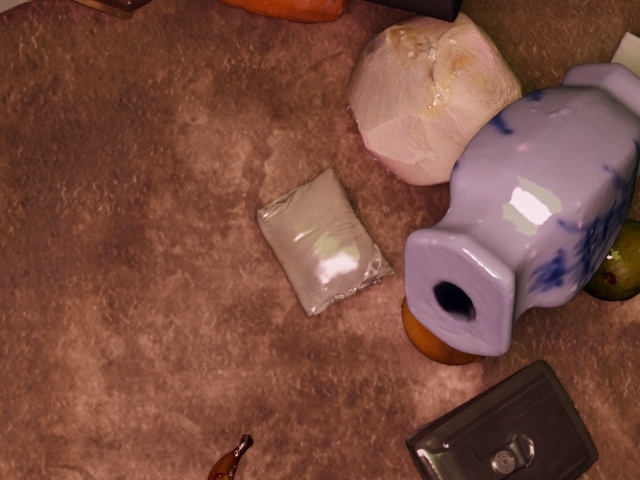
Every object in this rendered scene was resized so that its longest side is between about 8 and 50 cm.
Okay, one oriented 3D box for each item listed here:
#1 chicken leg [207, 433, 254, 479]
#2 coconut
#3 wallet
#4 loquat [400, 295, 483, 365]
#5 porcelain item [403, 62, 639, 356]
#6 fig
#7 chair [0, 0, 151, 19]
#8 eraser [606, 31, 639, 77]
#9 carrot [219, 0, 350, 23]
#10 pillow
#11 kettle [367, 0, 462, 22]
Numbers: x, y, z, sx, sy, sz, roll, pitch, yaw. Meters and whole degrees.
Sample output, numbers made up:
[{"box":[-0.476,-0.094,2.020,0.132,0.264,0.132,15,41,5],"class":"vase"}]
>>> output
[{"box":[-0.125,0.329,1.574,0.062,0.037,0.145,12,78,-22],"class":"chicken leg"},{"box":[0.144,-0.194,1.576,0.230,0.227,0.227,37,76,-37],"class":"coconut"},{"box":[0.248,0.277,1.568,0.245,0.052,0.168,-27,81,-23],"class":"wallet"},{"box":[0.175,0.098,1.583,0.141,0.141,0.141,0,78,-2],"class":"loquat"},{"box":[0.277,-0.048,1.478,0.178,0.242,0.405,27,54,29],"class":"porcelain item"},{"box":[0.415,0.010,1.617,0.156,0.123,0.123,-39,82,-21],"class":"fig"},{"box":[-0.348,-0.401,1.673,0.186,0.319,0.160,5,76,-46],"class":"chair"},{"box":[0.498,-0.194,1.684,0.210,0.068,0.124,29,80,5],"class":"eraser"},{"box":[-0.060,-0.385,1.663,0.225,0.159,0.159,24,79,1],"class":"carrot"},{"box":[0.000,0.000,1.624,0.134,0.078,0.181,-27,79,-6],"class":"pillow"},{"box":[0.052,-0.432,1.502,0.308,0.203,0.262,14,64,10],"class":"kettle"}]
